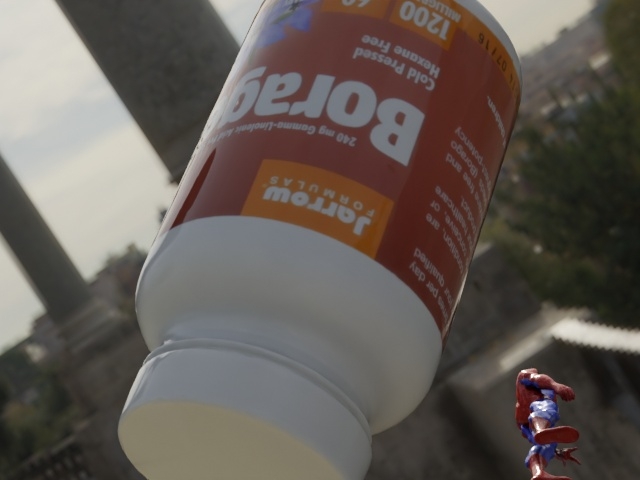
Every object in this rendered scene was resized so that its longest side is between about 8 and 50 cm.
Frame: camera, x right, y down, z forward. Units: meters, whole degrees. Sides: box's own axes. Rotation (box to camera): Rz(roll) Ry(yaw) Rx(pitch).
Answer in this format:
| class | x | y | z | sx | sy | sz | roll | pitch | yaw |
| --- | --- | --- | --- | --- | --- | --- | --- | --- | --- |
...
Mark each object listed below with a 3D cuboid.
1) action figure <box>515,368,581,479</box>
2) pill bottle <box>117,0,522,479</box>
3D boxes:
| class | x | y | z | sx | sy | sz | roll | pitch | yaw |
| --- | --- | --- | --- | --- | --- | --- | --- | --- | --- |
| action figure | 0.107 | 0.086 | 0.781 | 0.030 | 0.038 | 0.115 | -2 | 12 | 1 |
| pill bottle | 0.000 | 0.000 | 0.652 | 0.121 | 0.121 | 0.216 | -33 | 30 | 49 |
